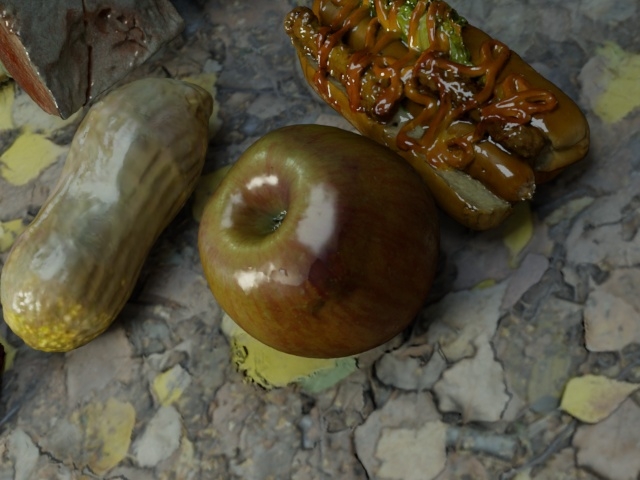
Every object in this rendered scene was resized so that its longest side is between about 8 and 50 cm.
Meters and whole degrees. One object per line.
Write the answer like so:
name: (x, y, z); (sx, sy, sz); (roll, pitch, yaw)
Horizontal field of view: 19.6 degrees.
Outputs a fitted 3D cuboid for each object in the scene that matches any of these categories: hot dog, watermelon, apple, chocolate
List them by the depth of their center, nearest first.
apple: (0.000, 0.000, 1.642); (0.211, 0.188, 0.211); (-15, 60, 28)
hot dog: (0.100, -0.150, 1.739); (0.158, 0.117, 0.349); (-41, 52, -4)
chocolate: (-0.209, -0.033, 1.801); (0.134, 0.134, 0.309); (20, 70, 33)
watermelon: (-0.276, -0.224, 1.844); (0.231, 0.310, 0.193); (27, 52, 26)

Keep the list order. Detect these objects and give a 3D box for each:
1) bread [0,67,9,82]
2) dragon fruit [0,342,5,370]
bread: (-0.394, -0.304, 2.014); (0.183, 0.224, 0.211); (-32, 44, -4)
dragon fruit: (-0.390, 0.115, 1.784); (0.120, 0.161, 0.127); (-9, 46, 18)
